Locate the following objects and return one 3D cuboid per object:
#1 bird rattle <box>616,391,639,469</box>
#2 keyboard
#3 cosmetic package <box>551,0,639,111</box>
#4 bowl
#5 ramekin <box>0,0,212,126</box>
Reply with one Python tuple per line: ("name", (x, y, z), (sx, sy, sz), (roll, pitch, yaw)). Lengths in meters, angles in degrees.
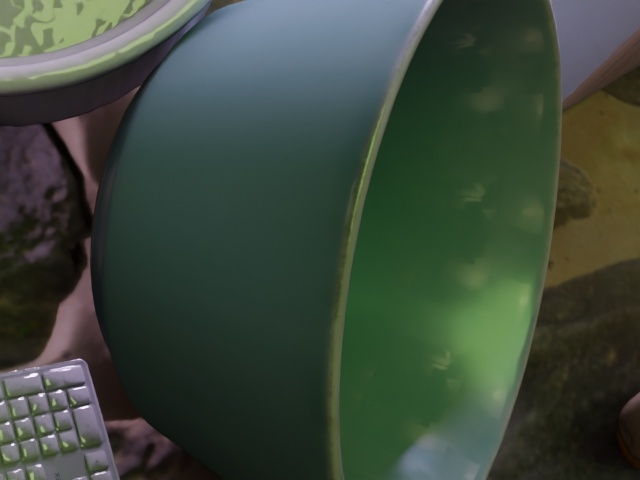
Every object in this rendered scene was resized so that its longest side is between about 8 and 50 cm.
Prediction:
("bird rattle", (0.275, 0.079, 0.899), (0.206, 0.253, 0.143), (-24, 82, -8))
("keyboard", (-0.117, 0.186, 0.779), (0.072, 0.014, 0.256), (-10, 76, -30))
("cosmetic package", (0.246, -0.265, 1.051), (0.385, 0.156, 0.217), (-33, 82, -31))
("bowl", (0.000, 0.000, 0.778), (0.163, 0.312, 0.312), (10, 58, 23))
("ramekin", (-0.165, -0.191, 0.791), (0.277, 0.135, 0.277), (2, 78, -8))
